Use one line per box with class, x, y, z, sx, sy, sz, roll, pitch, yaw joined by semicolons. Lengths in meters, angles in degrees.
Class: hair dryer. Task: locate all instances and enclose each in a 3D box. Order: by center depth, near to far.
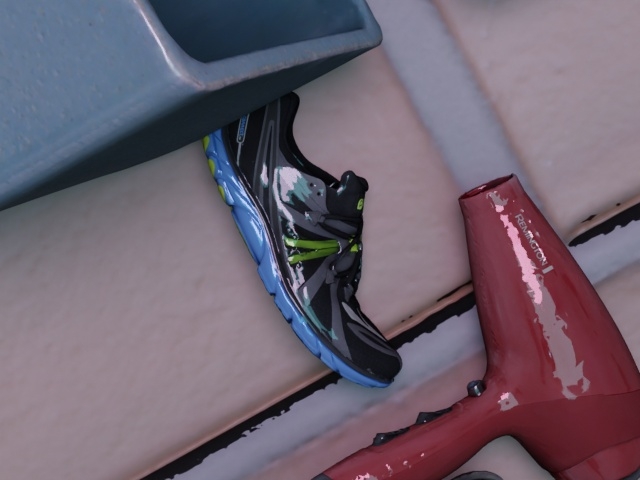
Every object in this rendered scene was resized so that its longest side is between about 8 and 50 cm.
hair dryer;0.090;0.106;0.833;0.223;0.080;0.293;17;78;-28

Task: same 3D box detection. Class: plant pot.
plant pot;-0.165;-0.128;0.741;0.252;0.247;0.248;-32;89;24

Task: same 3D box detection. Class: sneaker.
sneaker;0.000;0.000;0.855;0.078;0.067;0.188;-27;92;3
